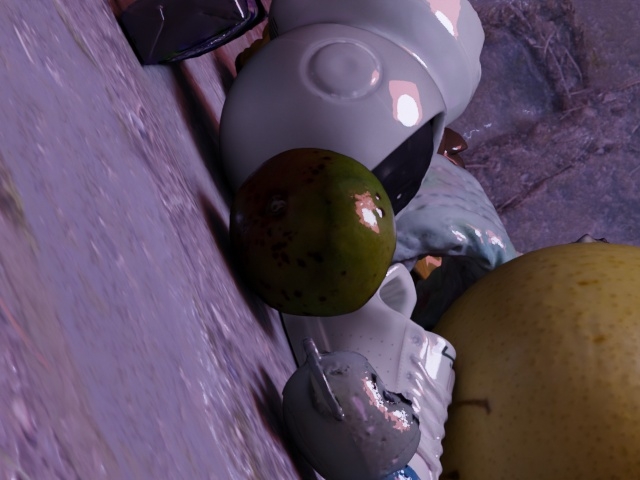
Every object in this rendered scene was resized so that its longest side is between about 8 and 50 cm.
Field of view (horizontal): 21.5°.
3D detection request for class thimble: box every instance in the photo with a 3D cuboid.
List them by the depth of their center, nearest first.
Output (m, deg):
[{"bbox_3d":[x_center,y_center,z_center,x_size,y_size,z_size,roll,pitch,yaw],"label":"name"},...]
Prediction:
[{"bbox_3d":[0.083,0.038,1.509,0.149,0.185,0.211,-109,178,-53],"label":"thimble"}]

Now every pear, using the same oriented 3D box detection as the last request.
[{"bbox_3d":[0.223,0.178,1.329,0.348,0.348,0.348,62,5,-9],"label":"pear"}]

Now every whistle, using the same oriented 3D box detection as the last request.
[{"bbox_3d":[0.045,0.164,1.039,0.236,0.077,0.114,64,-3,-5],"label":"whistle"}]

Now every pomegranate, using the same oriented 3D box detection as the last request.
[{"bbox_3d":[-0.006,-0.002,1.196,0.130,0.130,0.130,62,5,-9],"label":"pomegranate"}]

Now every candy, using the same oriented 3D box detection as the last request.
[{"bbox_3d":[-0.097,-0.184,1.369,0.061,0.088,0.312,61,5,-7],"label":"candy"}]

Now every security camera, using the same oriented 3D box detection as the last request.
[{"bbox_3d":[0.013,-0.104,1.378,0.194,0.194,0.236,59,46,-38],"label":"security camera"}]

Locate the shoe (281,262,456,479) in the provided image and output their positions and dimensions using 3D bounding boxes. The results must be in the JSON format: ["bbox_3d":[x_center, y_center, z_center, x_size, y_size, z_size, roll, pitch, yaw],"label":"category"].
[{"bbox_3d":[0.052,0.112,1.216,0.095,0.110,0.265,60,3,-43],"label":"shoe"}]

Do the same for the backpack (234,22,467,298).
[{"bbox_3d":[0.055,-0.090,1.854,0.378,0.201,0.353,56,12,-35],"label":"backpack"}]

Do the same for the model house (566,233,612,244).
[{"bbox_3d":[0.406,0.277,1.941,0.400,0.395,0.445,43,-1,41],"label":"model house"}]

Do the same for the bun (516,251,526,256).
[{"bbox_3d":[0.148,0.119,1.663,0.141,0.239,0.239,17,26,-22],"label":"bun"}]
